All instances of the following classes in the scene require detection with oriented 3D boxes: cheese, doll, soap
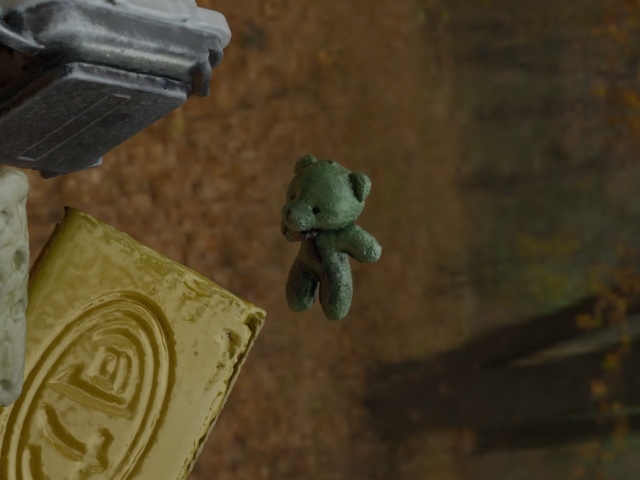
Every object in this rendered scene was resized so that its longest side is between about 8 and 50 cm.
[{"bbox_3d":[-0.246,0.039,1.452,0.065,0.043,0.194,-15,119,-45],"label":"cheese"},{"bbox_3d":[0.000,0.000,1.788,0.077,0.115,0.150,-16,114,-46],"label":"doll"},{"bbox_3d":[-0.195,0.153,1.587,0.324,0.204,0.096,-65,-173,-18],"label":"soap"}]

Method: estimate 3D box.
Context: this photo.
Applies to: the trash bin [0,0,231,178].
[{"bbox_3d":[-0.281,-0.263,1.711,0.296,0.256,0.367,5,62,-51],"label":"trash bin"}]
